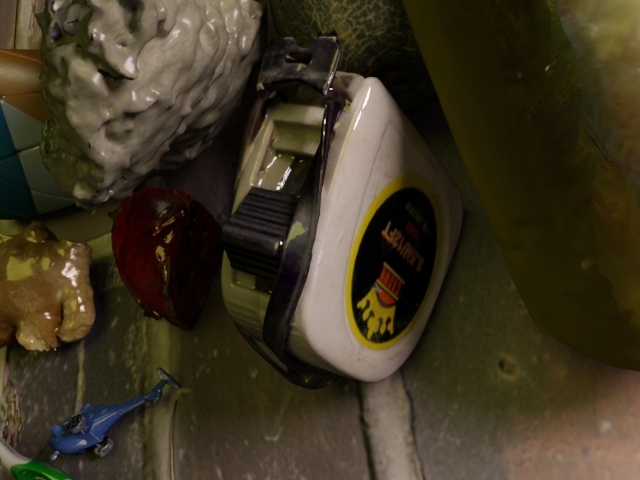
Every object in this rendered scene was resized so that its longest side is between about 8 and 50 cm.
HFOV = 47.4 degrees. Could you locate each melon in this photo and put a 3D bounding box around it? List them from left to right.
[{"bbox_3d":[0.064,-0.274,0.728,0.238,0.237,0.301,-15,58,22],"label":"melon"}]

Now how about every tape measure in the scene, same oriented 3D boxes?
[{"bbox_3d":[0.000,0.000,0.614,0.133,0.271,0.231,16,75,33],"label":"tape measure"}]

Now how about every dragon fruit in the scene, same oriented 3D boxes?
[{"bbox_3d":[-0.193,0.011,0.808,0.161,0.127,0.120,14,68,30],"label":"dragon fruit"}]

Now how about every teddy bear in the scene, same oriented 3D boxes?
[{"bbox_3d":[-0.174,-0.188,0.680,0.225,0.367,0.357,21,97,0],"label":"teddy bear"}]

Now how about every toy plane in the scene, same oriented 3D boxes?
[{"bbox_3d":[-0.231,0.189,0.790,0.167,0.054,0.062,-27,32,15],"label":"toy plane"}]

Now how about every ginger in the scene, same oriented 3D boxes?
[{"bbox_3d":[-0.368,0.058,0.890,0.216,0.102,0.157,-7,93,19],"label":"ginger"}]

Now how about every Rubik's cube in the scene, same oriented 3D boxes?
[{"bbox_3d":[-0.353,-0.104,0.951,0.255,0.254,0.254,-12,63,23],"label":"Rubik's cube"}]

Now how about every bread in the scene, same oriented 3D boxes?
[{"bbox_3d":[0.222,-0.096,0.508,0.251,0.208,0.376,-21,94,10],"label":"bread"}]

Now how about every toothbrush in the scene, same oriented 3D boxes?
[{"bbox_3d":[-0.298,0.253,0.783,0.418,0.040,0.042,24,117,30],"label":"toothbrush"}]
